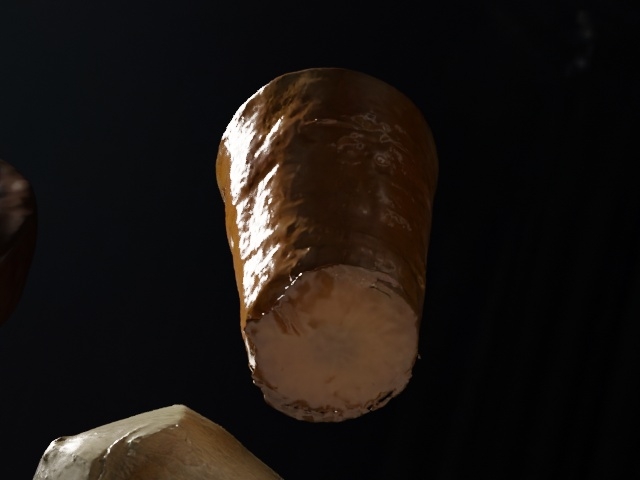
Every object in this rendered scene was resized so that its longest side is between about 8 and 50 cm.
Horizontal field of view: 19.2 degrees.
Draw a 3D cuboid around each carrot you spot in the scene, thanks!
[{"bbox_3d":[0.000,0.000,1.528,0.196,0.254,0.196,1,-58,2],"label":"carrot"}]

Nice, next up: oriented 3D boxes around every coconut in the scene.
[{"bbox_3d":[-0.144,0.266,1.625,0.247,0.245,0.245,34,-20,-6],"label":"coconut"}]

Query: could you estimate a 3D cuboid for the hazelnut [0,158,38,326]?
[{"bbox_3d":[-0.216,-0.008,0.766,0.201,0.170,0.160,-16,-37,-33],"label":"hazelnut"}]
